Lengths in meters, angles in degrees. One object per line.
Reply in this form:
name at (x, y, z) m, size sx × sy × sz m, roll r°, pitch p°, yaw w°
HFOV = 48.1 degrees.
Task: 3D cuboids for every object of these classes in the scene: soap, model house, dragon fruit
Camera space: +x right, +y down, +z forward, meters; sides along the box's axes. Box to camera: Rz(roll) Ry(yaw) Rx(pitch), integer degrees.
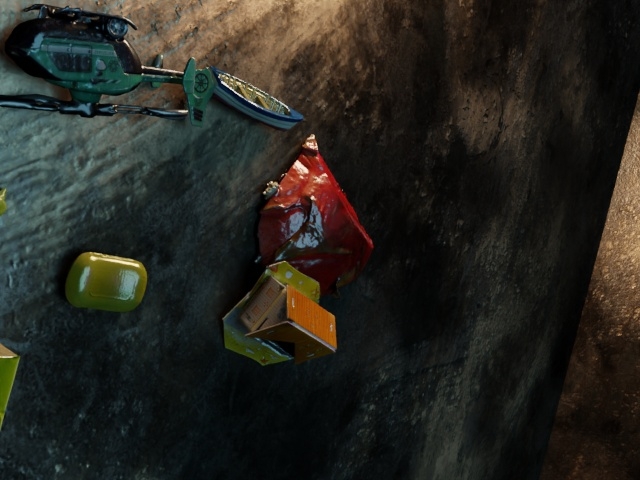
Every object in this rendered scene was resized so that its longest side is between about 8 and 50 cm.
soap at (-0.338, 0.067, 1.135) m, size 0.140 × 0.045 × 0.089 m, roll 15°, pitch 86°, yaw -47°
model house at (-0.051, 0.178, 1.361) m, size 0.207 × 0.136 × 0.219 m, roll -50°, pitch 131°, yaw -1°
dragon fruit at (0.000, 0.000, 1.453) m, size 0.282 × 0.100 × 0.343 m, roll -50°, pitch 131°, yaw -21°

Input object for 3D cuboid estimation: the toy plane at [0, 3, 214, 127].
toy plane at (-0.308, -0.251, 1.054) m, size 0.382 × 0.106 × 0.155 m, roll -6°, pitch 110°, yaw -47°

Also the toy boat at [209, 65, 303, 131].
toy boat at (-0.116, -0.246, 1.289) m, size 0.046 × 0.080 × 0.229 m, roll -47°, pitch 145°, yaw 18°

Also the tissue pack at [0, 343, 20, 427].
tissue pack at (-0.526, 0.248, 0.888) m, size 0.200 × 0.167 × 0.274 m, roll 17°, pitch 89°, yaw -46°

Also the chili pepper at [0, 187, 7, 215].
chili pepper at (-0.503, -0.020, 0.939) m, size 0.208 × 0.043 × 0.049 m, roll -23°, pitch 129°, yaw -41°
